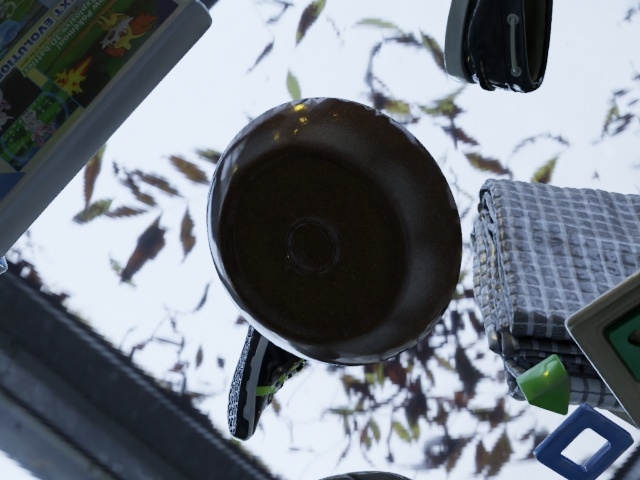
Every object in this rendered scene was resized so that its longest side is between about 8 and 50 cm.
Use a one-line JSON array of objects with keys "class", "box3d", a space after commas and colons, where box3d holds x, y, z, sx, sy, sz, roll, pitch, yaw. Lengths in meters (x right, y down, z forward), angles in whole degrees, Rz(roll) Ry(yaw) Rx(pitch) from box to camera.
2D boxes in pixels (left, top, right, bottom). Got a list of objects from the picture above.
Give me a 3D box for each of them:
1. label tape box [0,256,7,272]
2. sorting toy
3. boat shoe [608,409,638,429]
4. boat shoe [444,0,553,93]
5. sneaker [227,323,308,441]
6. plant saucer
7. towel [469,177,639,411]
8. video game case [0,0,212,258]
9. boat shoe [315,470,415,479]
[{"class": "label tape box", "box3d": [-0.519, -0.024, 1.266, 0.348, 0.115, 0.249, -24, -113, 8]}, {"class": "sorting toy", "box3d": [0.312, 0.078, 0.966, 0.348, 0.047, 0.196, -35, -59, 8]}, {"class": "boat shoe", "box3d": [0.432, 0.192, 1.579, 0.324, 0.097, 0.116, 43, -77, 30]}, {"class": "boat shoe", "box3d": [0.191, -0.291, 1.171, 0.091, 0.114, 0.302, 16, -67, 31]}, {"class": "sneaker", "box3d": [-0.043, 0.135, 1.491, 0.097, 0.234, 0.084, 19, -24, -8]}, {"class": "plant saucer", "box3d": [0.000, 0.000, 0.870, 0.199, 0.036, 0.198, 6, -74, 22]}, {"class": "towel", "box3d": [0.282, 0.046, 1.263, 0.235, 0.283, 0.121, 7, -57, -6]}, {"class": "video game case", "box3d": [-0.286, -0.121, 0.947, 0.329, 0.300, 0.036, -48, -31, -5]}, {"class": "boat shoe", "box3d": [-0.036, 0.346, 1.292, 0.355, 0.132, 0.130, -16, -26, -23]}]
